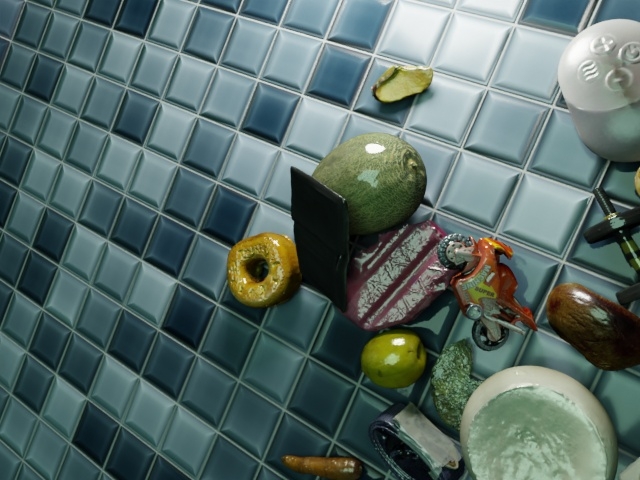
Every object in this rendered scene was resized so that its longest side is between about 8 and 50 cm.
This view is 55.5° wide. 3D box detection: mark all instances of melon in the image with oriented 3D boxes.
[{"bbox_3d":[0.109,-0.135,1.513,0.329,0.249,0.248,-17,77,41],"label":"melon"}]

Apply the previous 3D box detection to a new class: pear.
[{"bbox_3d":[0.180,0.292,1.490,0.162,0.149,0.148,-25,74,28],"label":"pear"}]

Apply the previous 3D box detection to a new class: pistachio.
[{"bbox_3d":[0.216,-0.420,1.605,0.173,0.049,0.089,-14,101,22],"label":"pistachio"}]

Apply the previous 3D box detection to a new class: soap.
[{"bbox_3d":[0.191,0.094,1.510,0.325,0.127,0.220,-47,71,10],"label":"soap"}]

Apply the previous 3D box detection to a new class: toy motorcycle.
[{"bbox_3d":[0.381,0.106,1.384,0.171,0.089,0.298,-26,100,-8],"label":"toy motorcycle"}]

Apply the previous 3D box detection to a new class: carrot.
[{"bbox_3d":[-0.003,0.595,1.600,0.248,0.059,0.059,-5,82,28],"label":"carrot"}]

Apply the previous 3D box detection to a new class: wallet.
[{"bbox_3d":[0.000,0.000,1.490,0.247,0.041,0.322,37,140,47],"label":"wallet"}]

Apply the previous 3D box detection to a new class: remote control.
[{"bbox_3d":[0.663,-0.332,1.346,0.221,0.103,0.331,-22,77,25],"label":"remote control"}]

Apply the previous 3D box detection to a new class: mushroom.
[{"bbox_3d":[0.577,0.187,1.283,0.231,0.194,0.138,34,99,36],"label":"mushroom"}]

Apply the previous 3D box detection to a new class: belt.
[{"bbox_3d":[0.234,0.494,1.457,0.230,0.126,0.139,42,126,23],"label":"belt"}]

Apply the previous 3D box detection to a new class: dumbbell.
[{"bbox_3d":[0.662,0.031,1.284,0.143,0.143,0.325,-28,73,21],"label":"dumbbell"}]

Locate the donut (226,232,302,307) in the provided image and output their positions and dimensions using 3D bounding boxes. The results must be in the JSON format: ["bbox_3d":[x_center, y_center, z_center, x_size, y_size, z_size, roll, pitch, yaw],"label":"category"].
[{"bbox_3d":[-0.159,0.084,1.699,0.227,0.114,0.226,-2,84,24],"label":"donut"}]

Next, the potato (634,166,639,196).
[{"bbox_3d":[0.760,-0.145,1.279,0.201,0.081,0.164,-32,86,6],"label":"potato"}]

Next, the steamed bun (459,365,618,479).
[{"bbox_3d":[0.462,0.430,1.301,0.325,0.206,0.323,-2,86,23],"label":"steamed bun"}]

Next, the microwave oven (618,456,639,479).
[{"bbox_3d":[0.809,0.423,1.038,0.374,0.236,0.432,39,104,-13],"label":"microwave oven"}]

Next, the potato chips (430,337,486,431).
[{"bbox_3d":[0.357,0.355,1.463,0.202,0.029,0.219,-34,73,22],"label":"potato chips"}]
